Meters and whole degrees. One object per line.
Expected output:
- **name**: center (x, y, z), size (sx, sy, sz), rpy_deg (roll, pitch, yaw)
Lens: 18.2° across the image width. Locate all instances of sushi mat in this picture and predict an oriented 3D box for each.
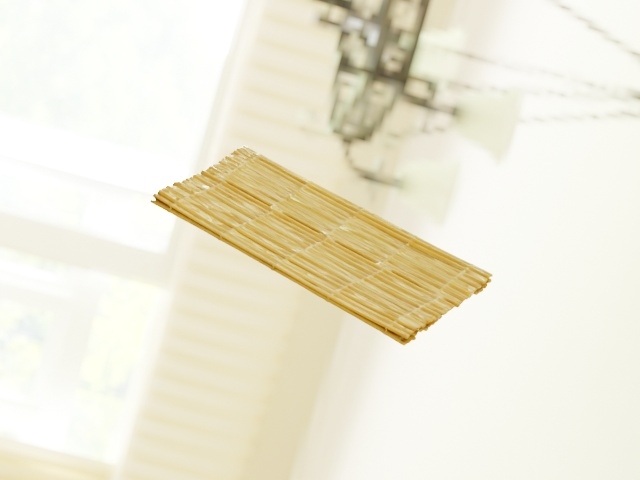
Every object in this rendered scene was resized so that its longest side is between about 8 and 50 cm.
- **sushi mat**: center (0.000, 0.000, 1.913), size (0.151, 0.316, 0.019), rpy_deg (-29, 138, -46)
